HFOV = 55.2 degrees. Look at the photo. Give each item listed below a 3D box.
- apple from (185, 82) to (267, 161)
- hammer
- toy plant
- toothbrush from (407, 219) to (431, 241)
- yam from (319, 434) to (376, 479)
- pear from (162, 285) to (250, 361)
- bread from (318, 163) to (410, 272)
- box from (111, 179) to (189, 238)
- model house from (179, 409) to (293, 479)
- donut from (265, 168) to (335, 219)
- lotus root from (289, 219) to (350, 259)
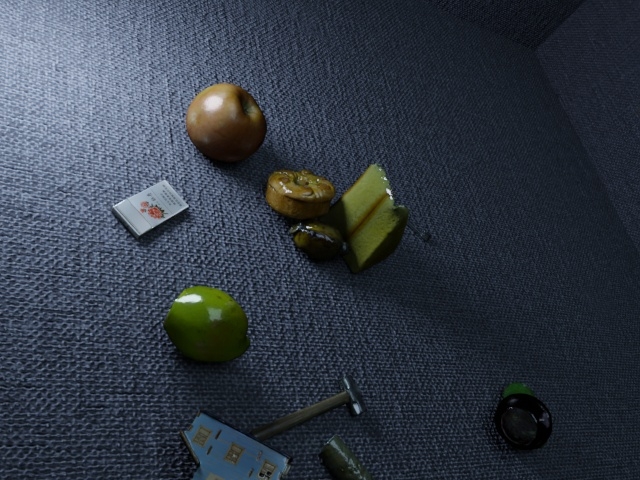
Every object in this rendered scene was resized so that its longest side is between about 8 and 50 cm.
[{"bbox_3d":[-0.288,-0.369,1.918,0.253,0.253,0.254,20,49,-24],"label":"apple"},{"bbox_3d":[-0.031,0.464,1.632,0.365,0.043,0.111,-12,68,-39],"label":"hammer"},{"bbox_3d":[0.656,0.573,1.982,0.235,0.175,0.218,16,52,-64],"label":"toy plant"},{"bbox_3d":[0.299,-0.100,2.304,0.297,0.030,0.030,39,18,-4],"label":"toothbrush"},{"bbox_3d":[0.070,0.590,1.582,0.179,0.078,0.078,48,43,6],"label":"yam"},{"bbox_3d":[-0.273,0.212,1.527,0.219,0.187,0.187,28,45,-8],"label":"pear"},{"bbox_3d":[0.196,-0.092,1.981,0.245,0.362,0.233,-23,74,-42],"label":"bread"},{"bbox_3d":[-0.473,-0.090,1.717,0.109,0.029,0.198,47,43,3],"label":"box"},{"bbox_3d":[-0.214,0.528,1.345,0.271,0.178,0.206,27,60,3],"label":"model house"},{"bbox_3d":[-0.066,-0.151,1.957,0.226,0.114,0.226,11,24,-5],"label":"donut"},{"bbox_3d":[0.000,0.000,1.944,0.209,0.120,0.120,23,47,-16],"label":"lotus root"}]
